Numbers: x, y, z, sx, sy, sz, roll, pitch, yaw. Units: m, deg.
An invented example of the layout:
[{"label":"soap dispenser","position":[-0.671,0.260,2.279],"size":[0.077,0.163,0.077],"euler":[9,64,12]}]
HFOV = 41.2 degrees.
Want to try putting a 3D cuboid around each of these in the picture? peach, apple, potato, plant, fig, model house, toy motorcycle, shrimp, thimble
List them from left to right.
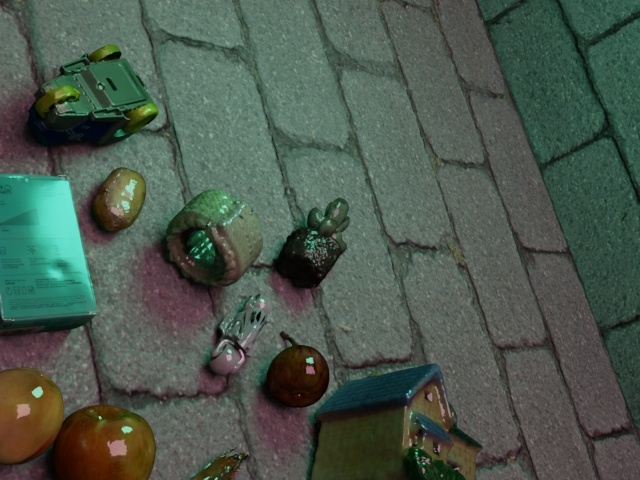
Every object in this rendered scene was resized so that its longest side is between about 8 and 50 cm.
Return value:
[{"label":"peach","position":[-0.548,0.314,1.530],"size":[0.184,0.184,0.184],"euler":[22,54,-33]},{"label":"toy motorcycle","position":[-0.537,-0.299,1.898],"size":[0.191,0.200,0.326],"euler":[58,32,0]},{"label":"apple","position":[-0.406,0.409,1.605],"size":[0.196,0.196,0.196],"euler":[22,54,-33]},{"label":"potato","position":[-0.452,-0.093,1.926],"size":[0.107,0.080,0.170],"euler":[37,49,-32]},{"label":"thimble","position":[-0.244,-0.003,1.968],"size":[0.219,0.219,0.150],"euler":[49,44,-11]},{"label":"shrimp","position":[-0.222,0.540,1.798],"size":[0.150,0.068,0.249],"euler":[57,46,-20]},{"label":"toy motorcycle","position":[-0.175,0.212,1.990],"size":[0.112,0.112,0.254],"euler":[46,43,-13]},{"label":"fig","position":[-0.049,0.317,2.031],"size":[0.202,0.148,0.149],"euler":[-44,139,-78]},{"label":"plant","position":[0.001,0.000,2.245],"size":[0.149,0.146,0.274],"euler":[45,44,-10]},{"label":"model house","position":[0.226,0.489,2.054],"size":[0.382,0.334,0.343],"euler":[38,47,-35]}]

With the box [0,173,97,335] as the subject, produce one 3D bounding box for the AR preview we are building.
[{"label":"box","position":[-0.587,0.028,1.704],"size":[0.205,0.118,0.311],"euler":[-1,69,-46]}]
